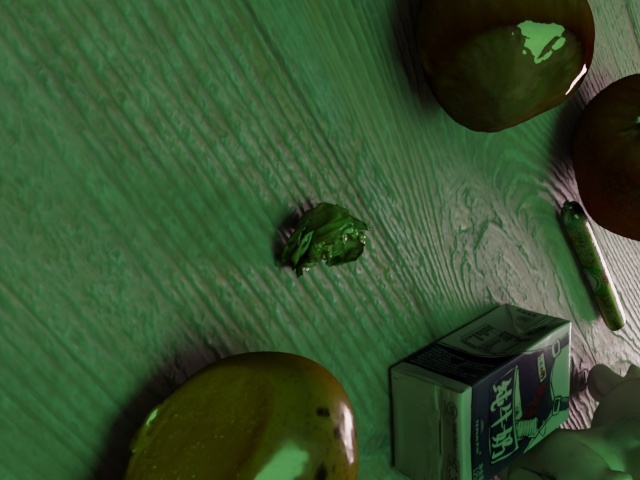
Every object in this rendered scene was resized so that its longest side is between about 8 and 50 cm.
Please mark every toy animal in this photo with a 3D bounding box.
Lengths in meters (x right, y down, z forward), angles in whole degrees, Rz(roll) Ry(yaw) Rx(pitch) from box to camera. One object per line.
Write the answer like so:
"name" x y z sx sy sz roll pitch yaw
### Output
"toy animal" 0.365 0.268 1.342 0.310 0.247 0.183 -32 103 -33

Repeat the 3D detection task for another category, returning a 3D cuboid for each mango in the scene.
"mango" -0.081 0.229 0.914 0.290 0.160 0.191 -51 142 -18

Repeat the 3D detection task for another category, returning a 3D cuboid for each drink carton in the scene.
"drink carton" 0.186 0.174 1.224 0.222 0.102 0.134 -24 116 -43

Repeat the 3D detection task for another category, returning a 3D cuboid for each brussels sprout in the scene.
"brussels sprout" 0.000 0.000 1.002 0.085 0.058 0.085 -39 160 -17

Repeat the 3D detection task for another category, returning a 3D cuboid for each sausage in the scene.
"sausage" 0.358 0.037 1.413 0.033 0.033 0.269 -53 134 -22

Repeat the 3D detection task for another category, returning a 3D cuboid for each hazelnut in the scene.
"hazelnut" 0.175 -0.191 1.057 0.182 0.182 0.182 -17 114 -43

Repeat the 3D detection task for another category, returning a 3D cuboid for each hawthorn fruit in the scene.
"hawthorn fruit" 0.394 -0.081 1.324 0.196 0.196 0.225 -47 154 -27
